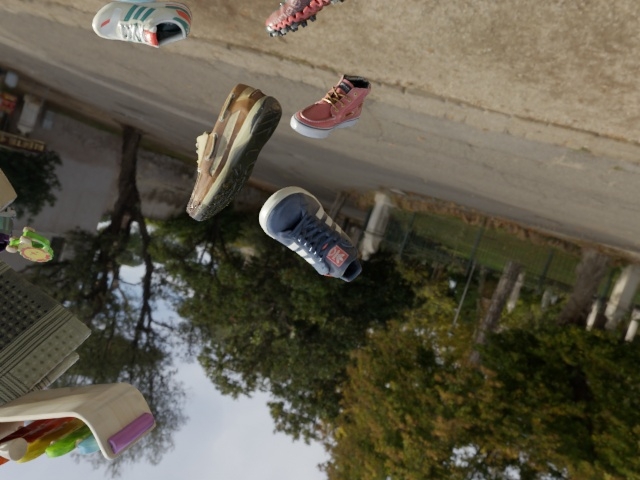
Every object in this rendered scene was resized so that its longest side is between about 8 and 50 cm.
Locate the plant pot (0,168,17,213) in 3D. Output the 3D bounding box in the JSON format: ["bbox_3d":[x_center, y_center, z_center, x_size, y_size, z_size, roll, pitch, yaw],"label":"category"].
[{"bbox_3d":[-0.493,-0.061,0.716,0.096,0.109,0.109,45,-166,-19],"label":"plant pot"}]

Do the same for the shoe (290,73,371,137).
[{"bbox_3d":[0.021,-0.226,0.858,0.063,0.081,0.178,38,-144,16],"label":"shoe"}]

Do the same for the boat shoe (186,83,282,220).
[{"bbox_3d":[-0.211,-0.197,1.159,0.120,0.324,0.122,38,-164,10],"label":"boat shoe"}]

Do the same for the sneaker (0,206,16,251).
[{"bbox_3d":[-0.799,-0.010,1.276,0.083,0.098,0.223,4,162,-32],"label":"sneaker"}]

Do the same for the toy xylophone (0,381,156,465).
[{"bbox_3d":[-0.443,0.301,0.819,0.322,0.081,0.236,-10,-176,27],"label":"toy xylophone"}]

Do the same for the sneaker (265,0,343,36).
[{"bbox_3d":[-0.044,-0.639,1.351,0.276,0.135,0.097,-23,-164,29],"label":"sneaker"}]

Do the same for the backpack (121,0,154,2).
[{"bbox_3d":[-0.190,-0.300,0.461,0.166,0.144,0.188,5,-133,-19],"label":"backpack"}]

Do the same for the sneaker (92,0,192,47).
[{"bbox_3d":[-0.290,-0.348,0.848,0.161,0.057,0.075,-6,-131,-8],"label":"sneaker"}]

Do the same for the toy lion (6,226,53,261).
[{"bbox_3d":[-0.665,0.017,1.211,0.100,0.034,0.096,-23,140,30],"label":"toy lion"}]

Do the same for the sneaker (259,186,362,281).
[{"bbox_3d":[0.000,0.000,1.169,0.148,0.131,0.350,44,-175,32],"label":"sneaker"}]

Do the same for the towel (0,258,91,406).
[{"bbox_3d":[-0.654,0.199,0.977,0.312,0.324,0.056,35,144,7],"label":"towel"}]
